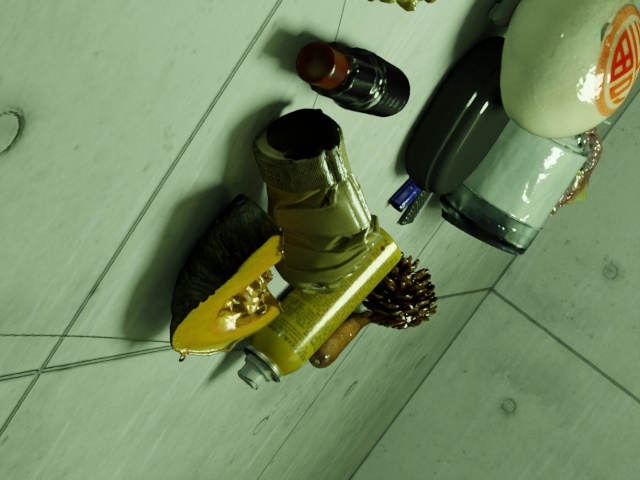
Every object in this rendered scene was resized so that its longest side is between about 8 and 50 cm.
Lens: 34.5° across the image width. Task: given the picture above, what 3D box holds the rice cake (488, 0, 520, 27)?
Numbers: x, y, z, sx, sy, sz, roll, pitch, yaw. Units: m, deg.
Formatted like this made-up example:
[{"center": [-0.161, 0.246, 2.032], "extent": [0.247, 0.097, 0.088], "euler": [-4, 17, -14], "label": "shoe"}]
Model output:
[{"center": [0.359, -0.436, 1.701], "extent": [0.198, 0.037, 0.189], "euler": [-58, 161, 21], "label": "rice cake"}]

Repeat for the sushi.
[{"center": [0.503, -0.167, 2.318], "extent": [0.270, 0.236, 0.171], "euler": [-56, 172, 0], "label": "sushi"}]

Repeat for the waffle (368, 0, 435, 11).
[{"center": [0.104, -0.335, 1.121], "extent": [0.191, 0.038, 0.191], "euler": [-12, 139, -11], "label": "waffle"}]

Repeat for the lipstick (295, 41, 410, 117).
[{"center": [0.041, -0.201, 1.275], "extent": [0.081, 0.081, 0.300], "euler": [-56, 164, 13], "label": "lipstick"}]

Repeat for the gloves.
[{"center": [-0.002, -0.022, 1.343], "extent": [0.154, 0.141, 0.331], "euler": [-11, 139, 3], "label": "gloves"}]

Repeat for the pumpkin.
[{"center": [-0.142, 0.048, 1.315], "extent": [0.163, 0.111, 0.278], "euler": [-29, 158, -17], "label": "pumpkin"}]

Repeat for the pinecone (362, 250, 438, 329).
[{"center": [0.166, 0.106, 2.134], "extent": [0.173, 0.173, 0.173], "euler": [-46, 162, -19], "label": "pinecone"}]

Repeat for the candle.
[{"center": [0.410, -0.151, 2.125], "extent": [0.342, 0.221, 0.221], "euler": [-60, 162, 15], "label": "candle"}]

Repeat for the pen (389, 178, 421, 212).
[{"center": [0.225, -0.156, 1.943], "extent": [0.269, 0.033, 0.033], "euler": [-47, 163, -16], "label": "pen"}]

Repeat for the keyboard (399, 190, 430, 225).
[{"center": [0.221, -0.115, 2.043], "extent": [0.204, 0.013, 0.061], "euler": [-58, 163, 19], "label": "keyboard"}]

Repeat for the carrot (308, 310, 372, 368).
[{"center": [0.047, 0.199, 2.172], "extent": [0.248, 0.059, 0.059], "euler": [-36, 158, -52], "label": "carrot"}]

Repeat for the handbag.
[{"center": [0.262, -0.218, 1.805], "extent": [0.308, 0.093, 0.254], "euler": [-60, 163, 24], "label": "handbag"}]

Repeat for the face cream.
[{"center": [-0.009, 0.116, 1.761], "extent": [0.348, 0.105, 0.105], "euler": [-46, 163, -19], "label": "face cream"}]

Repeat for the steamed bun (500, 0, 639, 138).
[{"center": [0.416, -0.296, 1.648], "extent": [0.283, 0.177, 0.283], "euler": [-32, 131, -46], "label": "steamed bun"}]
